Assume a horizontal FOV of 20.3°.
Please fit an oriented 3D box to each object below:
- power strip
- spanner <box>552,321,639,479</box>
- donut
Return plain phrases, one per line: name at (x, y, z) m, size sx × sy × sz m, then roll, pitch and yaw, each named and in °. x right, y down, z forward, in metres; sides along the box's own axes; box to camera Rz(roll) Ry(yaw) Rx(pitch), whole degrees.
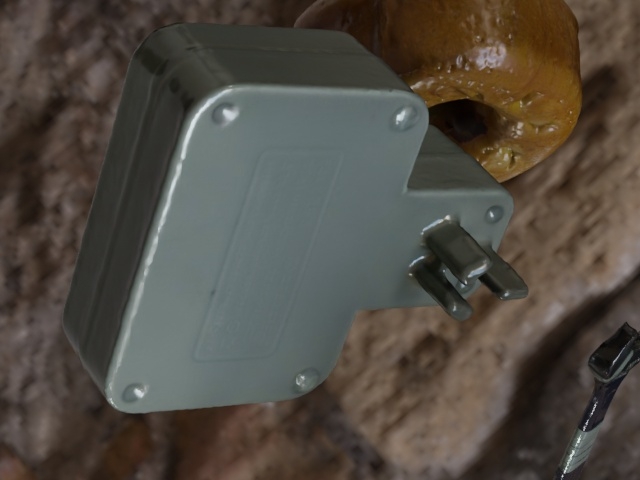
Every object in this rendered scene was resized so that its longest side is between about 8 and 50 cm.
power strip at (0.000, 0.000, 1.082) m, size 0.261 × 0.141 × 0.229 m, roll -1°, pitch 124°, yaw -35°
spanner at (0.252, 0.168, 1.640) m, size 0.087 × 0.024 × 0.316 m, roll -34°, pitch 153°, yaw -31°
donut at (0.088, -0.122, 1.342) m, size 0.227 × 0.113 × 0.226 m, roll -5°, pitch 152°, yaw -3°
